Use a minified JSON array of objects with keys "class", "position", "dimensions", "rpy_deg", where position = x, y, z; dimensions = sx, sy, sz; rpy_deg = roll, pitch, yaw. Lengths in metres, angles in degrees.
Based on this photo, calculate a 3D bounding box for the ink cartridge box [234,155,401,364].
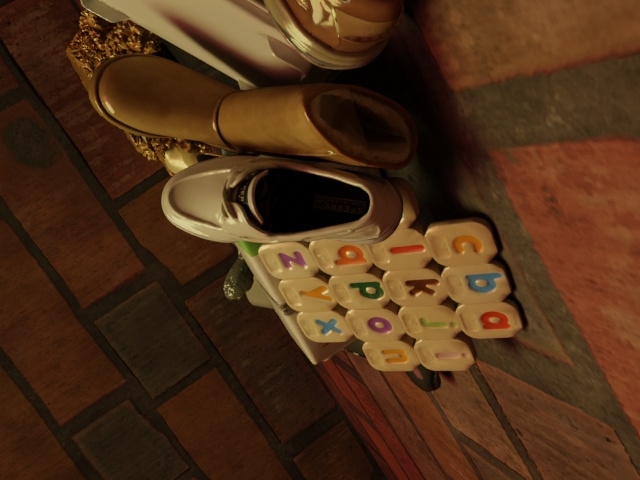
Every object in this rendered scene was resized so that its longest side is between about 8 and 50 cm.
[{"class":"ink cartridge box","position":[0.000,0.000,0.924],"dimensions":[0.115,0.198,0.272],"rpy_deg":[42,162,53]}]

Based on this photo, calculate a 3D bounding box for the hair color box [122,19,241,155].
[{"class":"hair color box","position":[-0.226,-0.336,1.116],"dimensions":[0.374,0.114,0.185],"rpy_deg":[53,167,16]}]

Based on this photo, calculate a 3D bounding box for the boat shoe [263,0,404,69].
[{"class":"boat shoe","position":[-0.037,-0.287,0.523],"dimensions":[0.324,0.123,0.116],"rpy_deg":[50,162,-6]}]

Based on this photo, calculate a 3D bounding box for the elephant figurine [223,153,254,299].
[{"class":"elephant figurine","position":[-0.093,-0.070,1.002],"dimensions":[0.186,0.239,0.169],"rpy_deg":[49,167,28]}]

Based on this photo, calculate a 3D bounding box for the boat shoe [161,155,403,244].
[{"class":"boat shoe","position":[-0.056,-0.039,0.689],"dimensions":[0.268,0.096,0.088],"rpy_deg":[10,179,23]}]

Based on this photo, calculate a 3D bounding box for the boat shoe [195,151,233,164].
[{"class":"boat shoe","position":[-0.087,-0.073,0.786],"dimensions":[0.153,0.056,0.048],"rpy_deg":[18,153,46]}]

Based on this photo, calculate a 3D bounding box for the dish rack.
[{"class":"dish rack","position":[-0.126,-0.241,0.718],"dimensions":[0.333,0.072,0.285],"rpy_deg":[27,173,-14]}]

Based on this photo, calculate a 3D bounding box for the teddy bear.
[{"class":"teddy bear","position":[-0.251,-0.218,1.018],"dimensions":[0.338,0.113,0.245],"rpy_deg":[32,152,50]}]

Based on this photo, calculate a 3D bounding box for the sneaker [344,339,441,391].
[{"class":"sneaker","position":[0.072,0.160,1.229],"dimensions":[0.330,0.146,0.122],"rpy_deg":[48,165,27]}]

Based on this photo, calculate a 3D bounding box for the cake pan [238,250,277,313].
[{"class":"cake pan","position":[-0.093,-0.013,1.218],"dimensions":[0.293,0.054,0.293],"rpy_deg":[-1,-90,-84]}]

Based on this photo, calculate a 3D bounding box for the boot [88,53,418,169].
[{"class":"boot","position":[-0.075,-0.133,0.686],"dimensions":[0.269,0.236,0.089],"rpy_deg":[16,97,54]}]

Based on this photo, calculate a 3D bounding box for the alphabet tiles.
[{"class":"alphabet tiles","position":[0.077,0.051,0.793],"dimensions":[0.278,0.021,0.284],"rpy_deg":[-7,127,29]}]
